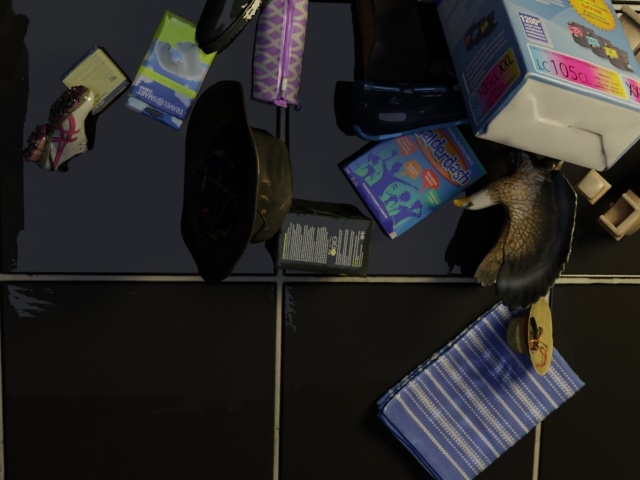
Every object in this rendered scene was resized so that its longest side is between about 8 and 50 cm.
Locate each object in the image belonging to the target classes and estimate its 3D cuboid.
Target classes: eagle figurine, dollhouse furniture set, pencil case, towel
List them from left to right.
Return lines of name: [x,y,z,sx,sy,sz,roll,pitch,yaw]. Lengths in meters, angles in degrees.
pencil case: [-0.068,-0.326,1.629,0.086,0.088,0.206,3,98,-8]
towel: [0.297,0.292,1.788,0.336,0.040,0.243,-40,101,1]
eagle figurine: [0.340,-0.054,1.634,0.226,0.225,0.299,-21,101,-46]
dollhouse furniture set: [0.524,-0.227,1.731,0.303,0.173,0.355,-47,71,15]

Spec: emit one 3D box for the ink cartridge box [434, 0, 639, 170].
ink cartridge box: [0.344,-0.328,1.537,0.269,0.396,0.151,11,139,-27]

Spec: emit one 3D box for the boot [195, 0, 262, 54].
boot: [-0.173,-0.453,1.535,0.207,0.094,0.246,40,94,-27]

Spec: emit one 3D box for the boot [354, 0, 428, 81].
boot: [0.111,-0.349,1.647,0.112,0.115,0.305,-12,118,-18]

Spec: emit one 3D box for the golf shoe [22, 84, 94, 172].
golf shoe: [-0.420,-0.186,1.604,0.086,0.068,0.186,25,130,-31]

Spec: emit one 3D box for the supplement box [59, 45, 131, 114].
supplement box: [-0.379,-0.270,1.621,0.083,0.056,0.083,-42,100,2]

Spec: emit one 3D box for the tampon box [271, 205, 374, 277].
tampon box: [0.000,0.000,1.670,0.160,0.120,0.102,6,97,-7]

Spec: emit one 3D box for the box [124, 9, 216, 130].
box: [-0.253,-0.288,1.638,0.109,0.042,0.178,25,95,-10]

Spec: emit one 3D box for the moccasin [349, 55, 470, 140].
moccasin: [0.215,-0.252,1.596,0.341,0.137,0.117,-15,103,-19]

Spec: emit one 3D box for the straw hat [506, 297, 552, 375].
straw hat: [0.370,0.172,1.731,0.061,0.144,0.145,-2,101,32]

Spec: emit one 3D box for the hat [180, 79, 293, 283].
hat: [-0.121,-0.093,1.583,0.133,0.331,0.332,3,99,-28]

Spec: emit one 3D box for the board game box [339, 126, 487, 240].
board game box: [0.165,-0.125,1.704,0.210,0.047,0.160,-36,100,-1]
